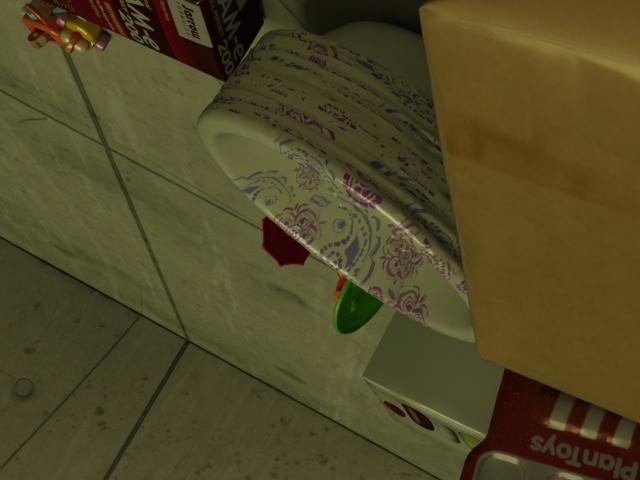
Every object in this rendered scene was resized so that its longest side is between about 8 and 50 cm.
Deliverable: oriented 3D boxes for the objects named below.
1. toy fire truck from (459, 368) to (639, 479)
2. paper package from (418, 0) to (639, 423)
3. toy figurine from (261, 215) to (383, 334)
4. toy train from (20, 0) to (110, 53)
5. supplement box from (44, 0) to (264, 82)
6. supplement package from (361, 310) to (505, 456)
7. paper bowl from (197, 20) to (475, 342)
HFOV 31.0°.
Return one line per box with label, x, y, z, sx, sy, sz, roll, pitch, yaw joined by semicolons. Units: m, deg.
toy fire truck;0.280;0.152;0.913;0.302;0.253;0.169;14;173;21
paper package;0.242;-0.023;0.578;0.325;0.168;0.309;21;148;29
toy figurine;0.000;0.000;1.335;0.159;0.130;0.173;33;145;24
toy train;-0.290;-0.235;1.198;0.125;0.046;0.166;25;164;17
supplement box;-0.172;-0.231;0.948;0.239;0.073;0.130;25;164;14
supplement package;0.185;0.175;1.440;0.194;0.149;0.203;23;164;24
paper bowl;0.056;-0.058;0.897;0.284;0.148;0.284;36;170;7
